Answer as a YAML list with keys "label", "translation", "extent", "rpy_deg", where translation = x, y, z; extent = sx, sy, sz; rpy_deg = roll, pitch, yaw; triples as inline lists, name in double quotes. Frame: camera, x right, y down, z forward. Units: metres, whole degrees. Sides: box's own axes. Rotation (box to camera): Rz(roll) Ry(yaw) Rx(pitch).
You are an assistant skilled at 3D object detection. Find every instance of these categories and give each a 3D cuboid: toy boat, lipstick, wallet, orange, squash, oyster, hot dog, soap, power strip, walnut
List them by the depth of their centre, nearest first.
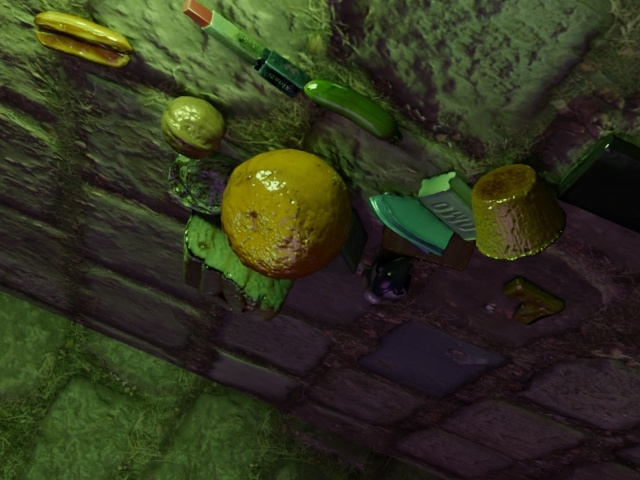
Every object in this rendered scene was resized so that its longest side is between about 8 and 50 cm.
- label: "wallet"
  translation: [0.747, -0.083, 1.551]
  extent: [0.406, 0.062, 0.228]
  rpy_deg: [22, 149, -3]
- label: "lipstick"
  translation: [-0.169, -0.429, 1.579]
  extent: [0.312, 0.051, 0.051]
  rpy_deg: [33, 148, -17]
- label: "squash"
  translation: [0.083, -0.296, 1.615]
  extent: [0.258, 0.069, 0.069]
  rpy_deg: [27, 148, -14]
- label: "hot dog"
  translation: [-0.567, -0.487, 1.713]
  extent: [0.250, 0.068, 0.100]
  rpy_deg: [18, 136, 2]
- label: "soap"
  translation: [0.344, -0.082, 1.780]
  extent: [0.198, 0.063, 0.115]
  rpy_deg: [38, 152, -25]
- label: "walnut"
  translation: [-0.324, -0.285, 1.808]
  extent: [0.167, 0.149, 0.166]
  rpy_deg: [5, 120, 8]
- label: "orange"
  translation: [-0.079, -0.072, 1.832]
  extent: [0.341, 0.293, 0.340]
  rpy_deg: [16, 119, 30]
- label: "toy boat"
  translation: [0.228, -0.048, 1.865]
  extent: [0.238, 0.109, 0.098]
  rpy_deg: [34, 158, -5]
- label: "oyster"
  translation: [-0.303, -0.163, 2.031]
  extent: [0.268, 0.112, 0.198]
  rpy_deg: [26, 128, 7]
- label: "power strip"
  translation: [0.000, 0.000, 2.045]
  extent: [0.225, 0.139, 0.140]
  rpy_deg: [5, 148, 27]

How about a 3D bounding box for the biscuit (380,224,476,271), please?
- label: "biscuit"
  translation: [0.296, 0.004, 1.983]
  extent: [0.255, 0.029, 0.172]
  rpy_deg: [16, 149, 8]

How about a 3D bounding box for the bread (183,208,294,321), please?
- label: "bread"
  translation: [-0.287, 0.078, 2.223]
  extent: [0.395, 0.239, 0.264]
  rpy_deg: [33, 147, -17]

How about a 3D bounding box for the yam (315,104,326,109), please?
- label: "yam"
  translation: [0.040, -0.308, 1.673]
  extent: [0.107, 0.014, 0.014]
  rpy_deg: [10, 147, 17]

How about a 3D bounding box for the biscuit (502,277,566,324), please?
- label: "biscuit"
  translation: [0.589, 0.178, 2.065]
  extent: [0.183, 0.038, 0.174]
  rpy_deg: [31, 149, -15]

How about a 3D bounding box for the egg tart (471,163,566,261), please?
- label: "egg tart"
  translation: [0.440, -0.065, 1.636]
  extent: [0.215, 0.215, 0.170]
  rpy_deg: [-6, 128, 37]

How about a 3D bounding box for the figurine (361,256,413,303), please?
- label: "figurine"
  translation: [0.193, 0.119, 2.122]
  extent: [0.146, 0.145, 0.222]
  rpy_deg: [25, 150, -6]
